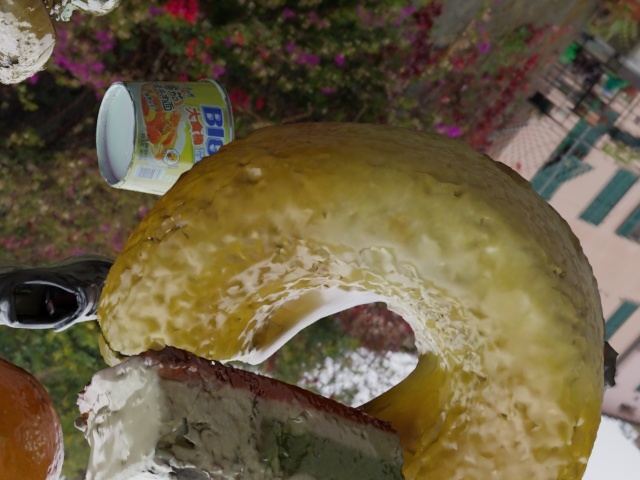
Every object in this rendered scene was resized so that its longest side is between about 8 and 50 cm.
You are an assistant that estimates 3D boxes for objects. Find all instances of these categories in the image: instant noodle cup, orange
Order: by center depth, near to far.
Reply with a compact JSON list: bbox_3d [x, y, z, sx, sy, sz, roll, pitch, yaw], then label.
[{"bbox_3d":[-0.343,0.178,0.842,0.224,0.224,0.170,26,-113,-26],"label":"orange"},{"bbox_3d":[-0.243,-0.152,1.405,0.153,0.205,0.205,-2,-141,-34],"label":"instant noodle cup"}]

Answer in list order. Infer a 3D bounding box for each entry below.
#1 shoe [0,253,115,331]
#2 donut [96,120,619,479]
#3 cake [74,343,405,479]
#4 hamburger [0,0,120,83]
[{"bbox_3d":[-0.340,0.076,1.207,0.228,0.099,0.112,0,-167,-36],"label":"shoe"},{"bbox_3d":[0.039,0.087,0.752,0.435,0.378,0.163,54,-170,0],"label":"donut"},{"bbox_3d":[-0.056,0.144,0.591,0.220,0.117,0.086,27,-131,-42],"label":"cake"},{"bbox_3d":[-0.348,-0.316,0.970,0.318,0.195,0.277,17,152,51],"label":"hamburger"}]
